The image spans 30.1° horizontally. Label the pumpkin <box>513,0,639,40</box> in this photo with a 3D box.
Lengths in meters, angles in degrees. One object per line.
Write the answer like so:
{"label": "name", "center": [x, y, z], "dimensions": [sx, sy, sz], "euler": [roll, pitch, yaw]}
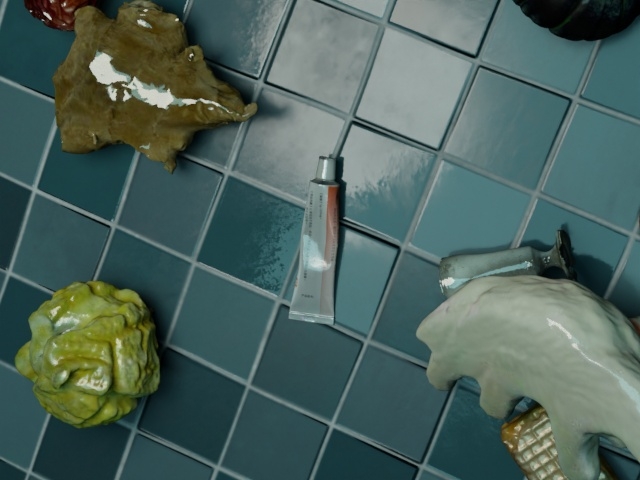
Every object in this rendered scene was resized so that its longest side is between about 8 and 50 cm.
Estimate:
{"label": "pumpkin", "center": [0.293, -0.320, 1.325], "dimensions": [0.194, 0.150, 0.194], "euler": [2, 105, 8]}

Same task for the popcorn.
{"label": "popcorn", "center": [-0.301, 0.148, 1.540], "dimensions": [0.185, 0.167, 0.187], "euler": [-53, 44, 38]}

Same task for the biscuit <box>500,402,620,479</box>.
{"label": "biscuit", "center": [0.358, 0.360, 1.427], "dimensions": [0.094, 0.054, 0.378], "euler": [-37, 85, 15]}

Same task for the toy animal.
{"label": "toy animal", "center": [0.284, 0.134, 1.372], "dimensions": [0.266, 0.188, 0.308], "euler": [57, 148, -11]}

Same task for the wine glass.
{"label": "wine glass", "center": [0.224, 0.037, 1.424], "dimensions": [0.155, 0.072, 0.072], "euler": [-15, 91, 17]}

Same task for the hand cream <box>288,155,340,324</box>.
{"label": "hand cream", "center": [0.001, 0.000, 1.504], "dimensions": [0.052, 0.038, 0.216], "euler": [17, 107, 38]}

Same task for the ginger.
{"label": "ginger", "center": [-0.205, -0.192, 1.497], "dimensions": [0.270, 0.123, 0.218], "euler": [3, 100, 6]}

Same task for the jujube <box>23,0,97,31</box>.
{"label": "jujube", "center": [-0.323, -0.387, 1.497], "dimensions": [0.168, 0.168, 0.236], "euler": [15, 115, 14]}
